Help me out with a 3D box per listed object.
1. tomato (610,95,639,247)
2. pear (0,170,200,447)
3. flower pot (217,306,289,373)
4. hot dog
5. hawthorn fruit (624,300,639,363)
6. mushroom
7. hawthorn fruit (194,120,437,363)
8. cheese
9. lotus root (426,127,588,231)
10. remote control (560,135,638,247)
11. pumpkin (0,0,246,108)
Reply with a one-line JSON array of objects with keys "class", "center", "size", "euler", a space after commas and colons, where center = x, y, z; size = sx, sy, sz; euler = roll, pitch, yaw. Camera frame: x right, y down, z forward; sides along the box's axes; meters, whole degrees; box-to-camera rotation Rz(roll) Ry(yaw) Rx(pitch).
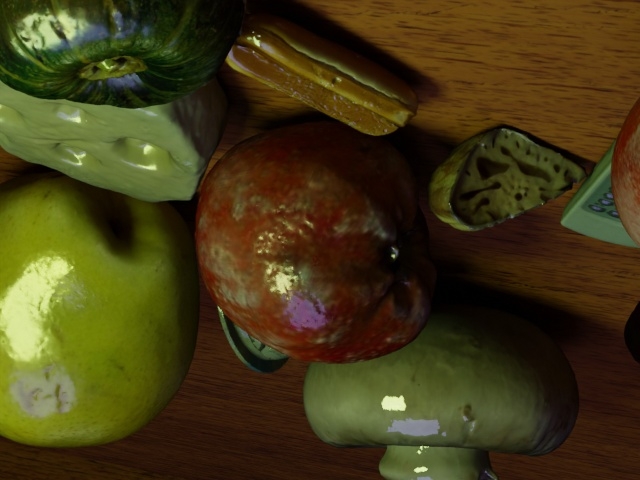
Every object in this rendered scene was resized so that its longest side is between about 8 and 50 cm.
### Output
[{"class": "tomato", "center": [0.393, -0.060, 1.430], "size": [0.270, 0.227, 0.270], "euler": [31, 159, 13]}, {"class": "pear", "center": [-0.331, 0.089, 2.160], "size": [0.362, 0.362, 0.418], "euler": [22, 131, -16]}, {"class": "flower pot", "center": [0.001, 0.046, 2.055], "size": [0.202, 0.212, 0.212], "euler": [-12, 148, 28]}, {"class": "hot dog", "center": [-0.004, -0.173, 1.659], "size": [0.235, 0.062, 0.092], "euler": [26, 157, -31]}, {"class": "hawthorn fruit", "center": [0.471, 0.124, 1.845], "size": [0.215, 0.215, 0.250], "euler": [-8, 127, 46]}, {"class": "mushroom", "center": [0.156, 0.230, 2.186], "size": [0.362, 0.294, 0.362], "euler": [1, 175, 0]}, {"class": "hawthorn fruit", "center": [0.000, 0.000, 1.833], "size": [0.284, 0.284, 0.284], "euler": [14, 159, 5]}, {"class": "cheese", "center": [-0.254, -0.148, 1.827], "size": [0.318, 0.115, 0.326], "euler": [2, 155, 31]}, {"class": "lotus root", "center": [0.179, -0.067, 1.773], "size": [0.159, 0.095, 0.135], "euler": [-19, -177, -29]}, {"class": "remote control", "center": [0.342, -0.052, 1.745], "size": [0.123, 0.038, 0.285], "euler": [17, 159, -4]}, {"class": "pumpkin", "center": [-0.193, -0.230, 1.507], "size": [0.260, 0.189, 0.260], "euler": [-7, 166, -2]}]
